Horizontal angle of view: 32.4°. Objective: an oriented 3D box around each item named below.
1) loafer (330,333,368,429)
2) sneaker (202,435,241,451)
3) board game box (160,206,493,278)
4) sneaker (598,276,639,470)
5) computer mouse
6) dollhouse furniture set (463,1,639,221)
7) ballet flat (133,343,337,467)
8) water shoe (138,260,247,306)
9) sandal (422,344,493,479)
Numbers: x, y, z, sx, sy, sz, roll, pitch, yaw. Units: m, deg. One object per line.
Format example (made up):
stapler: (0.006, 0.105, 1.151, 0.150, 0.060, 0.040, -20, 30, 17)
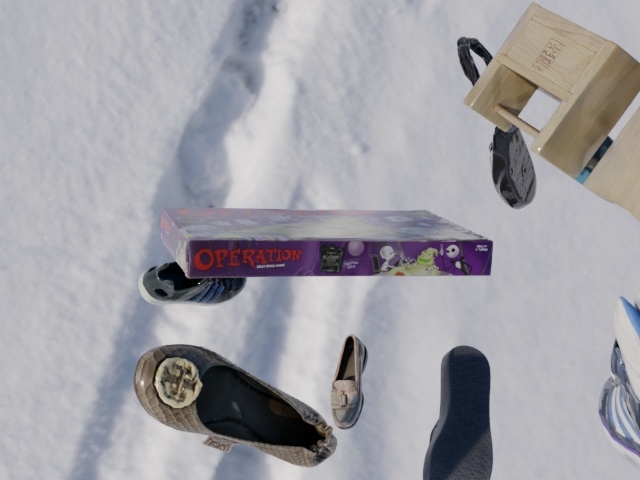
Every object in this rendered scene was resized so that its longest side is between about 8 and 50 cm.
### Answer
loafer: (0.033, 0.178, 1.400, 0.039, 0.045, 0.125, 61, 31, -47)
sneaker: (-0.134, 0.269, 1.700, 0.064, 0.192, 0.086, 22, 66, -12)
board game box: (0.000, 0.000, 1.280, 0.346, 0.208, 0.056, 0, 97, -17)
sneaker: (0.358, 0.126, 1.135, 0.130, 0.323, 0.236, -10, 107, 5)
computer mouse: (0.191, -0.129, 1.243, 0.071, 0.041, 0.242, -61, 136, -38)
dollhouse furniture set: (0.206, -0.072, 0.629, 0.129, 0.184, 0.129, 27, 102, -37)
ballet flat: (-0.072, 0.164, 1.061, 0.250, 0.058, 0.084, 33, 67, -37)
water shoe: (-0.180, 0.061, 1.697, 0.203, 0.080, 0.073, -9, 76, -43)
sandal: (0.198, 0.275, 1.573, 0.097, 0.054, 0.254, 22, 57, -11)
